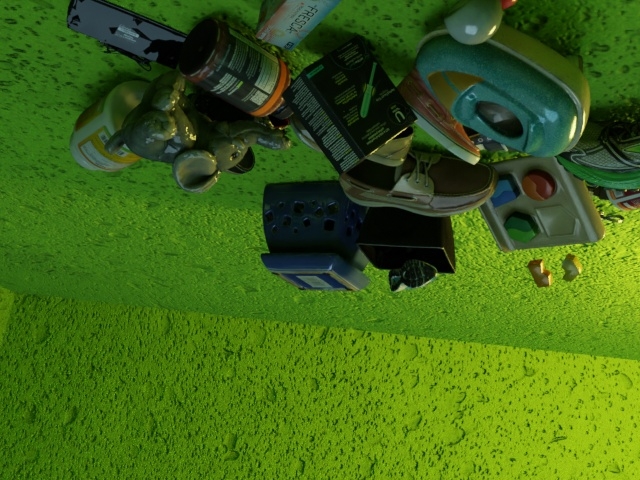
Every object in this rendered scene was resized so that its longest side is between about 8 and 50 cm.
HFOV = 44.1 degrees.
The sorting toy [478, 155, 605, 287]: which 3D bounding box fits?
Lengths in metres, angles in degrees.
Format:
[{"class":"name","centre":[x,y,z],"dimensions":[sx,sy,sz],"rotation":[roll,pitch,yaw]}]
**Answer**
[{"class":"sorting toy","centre":[0.439,-0.030,1.575],"dimensions":[0.229,0.041,0.307],"rotation":[-11,119,44]}]

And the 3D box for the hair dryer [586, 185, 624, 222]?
[{"class":"hair dryer","centre":[0.492,-0.057,1.674],"dimensions":[0.294,0.080,0.223],"rotation":[4,163,18]}]

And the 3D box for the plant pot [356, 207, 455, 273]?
[{"class":"plant pot","centre":[0.200,-0.035,1.744],"dimensions":[0.188,0.166,0.187],"rotation":[2,161,19]}]

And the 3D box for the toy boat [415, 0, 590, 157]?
[{"class":"toy boat","centre":[0.225,-0.235,1.046],"dimensions":[0.268,0.148,0.318],"rotation":[32,162,26]}]

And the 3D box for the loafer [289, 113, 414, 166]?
[{"class":"loafer","centre":[0.062,-0.206,1.426],"dimensions":[0.251,0.094,0.087],"rotation":[8,141,-29]}]

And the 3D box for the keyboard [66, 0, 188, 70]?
[{"class":"keyboard","centre":[-0.313,-0.338,1.276],"dimensions":[0.192,0.038,0.100],"rotation":[19,137,-26]}]

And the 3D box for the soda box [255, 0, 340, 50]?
[{"class":"soda box","centre":[-0.026,-0.331,1.085],"dimensions":[0.063,0.058,0.183],"rotation":[16,162,-23]}]

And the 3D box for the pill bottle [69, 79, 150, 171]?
[{"class":"pill bottle","centre":[-0.394,-0.210,1.528],"dimensions":[0.136,0.136,0.246],"rotation":[20,160,-33]}]

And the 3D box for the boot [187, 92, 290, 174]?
[{"class":"boot","centre":[-0.134,-0.199,1.505],"dimensions":[0.179,0.085,0.236],"rotation":[1,154,24]}]

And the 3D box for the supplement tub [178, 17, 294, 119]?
[{"class":"supplement tub","centre":[-0.122,-0.265,1.266],"dimensions":[0.106,0.106,0.198],"rotation":[-8,156,43]}]

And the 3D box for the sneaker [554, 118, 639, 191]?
[{"class":"sneaker","centre":[0.542,-0.170,1.258],"dimensions":[0.344,0.134,0.146],"rotation":[3,139,28]}]

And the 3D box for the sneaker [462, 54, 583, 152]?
[{"class":"sneaker","centre":[0.309,-0.208,1.247],"dimensions":[0.153,0.099,0.282],"rotation":[6,166,3]}]

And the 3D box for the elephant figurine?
[{"class":"elephant figurine","centre":[-0.211,-0.169,1.383],"dimensions":[0.239,0.169,0.186],"rotation":[34,165,-31]}]

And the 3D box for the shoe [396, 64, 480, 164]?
[{"class":"shoe","centre":[0.199,-0.202,1.253],"dimensions":[0.178,0.081,0.063],"rotation":[38,-164,-2]}]

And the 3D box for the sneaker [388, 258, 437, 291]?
[{"class":"sneaker","centre":[0.214,0.075,1.739],"dimensions":[0.073,0.063,0.162],"rotation":[-3,173,-24]}]

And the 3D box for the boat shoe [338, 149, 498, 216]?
[{"class":"boat shoe","centre":[0.183,-0.121,1.560],"dimensions":[0.325,0.123,0.116],"rotation":[0,159,22]}]

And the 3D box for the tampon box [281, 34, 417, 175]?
[{"class":"tampon box","centre":[0.044,-0.207,1.224],"dimensions":[0.161,0.120,0.101],"rotation":[54,155,-3]}]

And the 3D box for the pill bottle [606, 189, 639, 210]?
[{"class":"pill bottle","centre":[0.604,-0.110,1.435],"dimensions":[0.086,0.086,0.152],"rotation":[18,161,-26]}]

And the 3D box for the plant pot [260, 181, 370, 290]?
[{"class":"plant pot","centre":[0.000,0.000,1.883],"dimensions":[0.236,0.212,0.236],"rotation":[-1,160,27]}]
